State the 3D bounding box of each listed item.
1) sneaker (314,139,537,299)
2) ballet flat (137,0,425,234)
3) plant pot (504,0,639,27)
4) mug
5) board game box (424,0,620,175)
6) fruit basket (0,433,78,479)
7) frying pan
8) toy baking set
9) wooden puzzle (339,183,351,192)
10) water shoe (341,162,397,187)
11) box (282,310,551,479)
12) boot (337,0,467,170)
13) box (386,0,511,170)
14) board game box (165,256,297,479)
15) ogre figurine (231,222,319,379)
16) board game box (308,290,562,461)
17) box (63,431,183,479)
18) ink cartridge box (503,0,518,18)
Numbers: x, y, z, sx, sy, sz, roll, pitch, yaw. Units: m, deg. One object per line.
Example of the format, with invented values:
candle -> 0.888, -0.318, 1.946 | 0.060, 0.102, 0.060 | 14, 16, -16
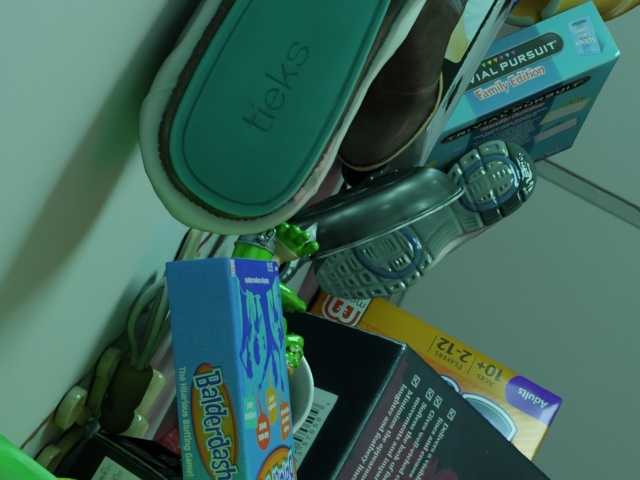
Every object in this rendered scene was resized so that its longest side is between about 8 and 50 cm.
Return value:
sneaker -> 0.132, -0.012, 1.996 | 0.297, 0.111, 0.129 | -27, 172, 7
ballet flat -> 0.024, -0.180, 0.892 | 0.400, 0.139, 0.139 | -57, 173, -7
plant pot -> 0.280, -0.338, 1.944 | 0.188, 0.205, 0.205 | -33, 155, -45
mug -> -0.090, 0.159, 1.578 | 0.169, 0.150, 0.113 | 113, -29, -72
board game box -> 0.204, -0.149, 2.000 | 0.253, 0.079, 0.336 | -23, 167, -7
fruit basket -> -0.129, 0.268, 0.874 | 0.283, 0.392, 0.392 | -59, 173, -22
frying pan -> -0.010, 0.001, 1.568 | 0.326, 0.053, 0.197 | -24, -173, -23
toy baking set -> -0.140, 0.113, 1.165 | 0.256, 0.030, 0.197 | -58, 173, -32
wooden puzzle -> 0.025, -0.044, 1.916 | 0.116, 0.014, 0.079 | -37, 150, -76
water shoe -> 0.090, -0.140, 1.736 | 0.203, 0.073, 0.080 | -63, 171, 11
box -> 0.052, 0.305, 1.868 | 0.395, 0.212, 0.293 | 45, 69, -42
boot -> 0.059, -0.183, 1.385 | 0.248, 0.090, 0.207 | -61, 162, 4
box -> 0.130, -0.222, 1.633 | 0.290, 0.087, 0.169 | -60, 173, -12
board game box -> -0.057, 0.118, 1.137 | 0.160, 0.047, 0.210 | 6, 79, -80
ogre figurine -> -0.056, 0.063, 1.348 | 0.197, 0.097, 0.118 | 123, -10, -56
board game box -> 0.067, 0.331, 2.292 | 0.356, 0.356, 0.356 | -58, 173, -23
box -> -0.152, 0.231, 1.149 | 0.180, 0.077, 0.147 | -59, 165, -2
ink cartridge box -> 0.297, -0.382, 1.593 | 0.371, 0.069, 0.176 | -61, 175, 28
